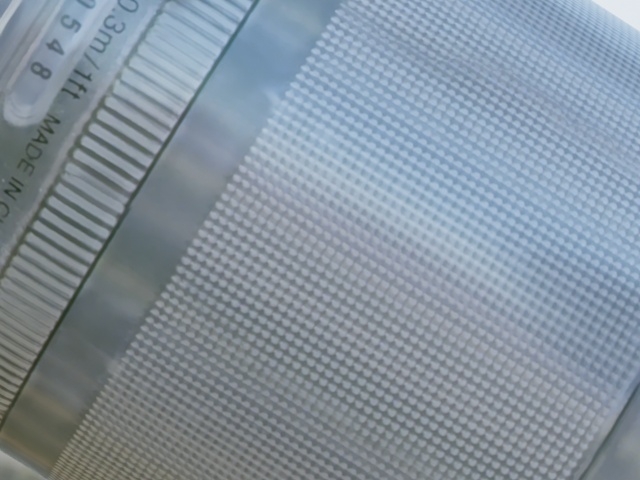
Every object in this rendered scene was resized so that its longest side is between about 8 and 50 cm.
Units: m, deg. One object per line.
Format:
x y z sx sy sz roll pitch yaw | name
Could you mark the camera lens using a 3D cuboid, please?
0.000 0.000 0.630 0.274 0.219 0.219 33 -6 -3 | camera lens
